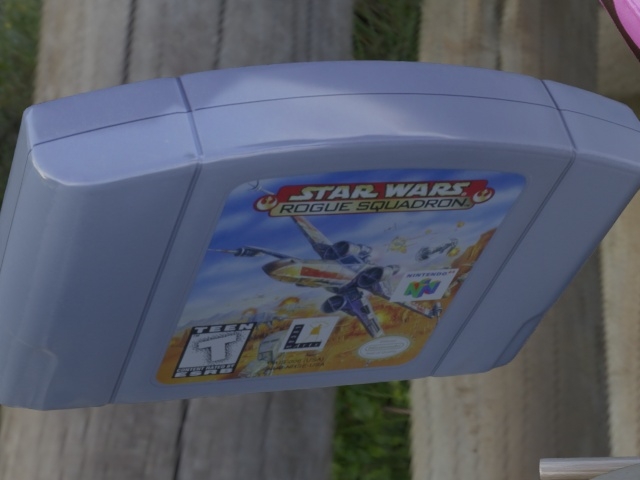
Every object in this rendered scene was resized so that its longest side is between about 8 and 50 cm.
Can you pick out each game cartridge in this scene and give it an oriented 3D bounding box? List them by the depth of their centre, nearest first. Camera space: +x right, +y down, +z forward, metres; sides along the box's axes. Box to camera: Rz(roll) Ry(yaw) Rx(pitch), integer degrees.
[{"bbox_3d":[0.000,0.000,0.689,0.198,0.297,0.062,120,141,-51],"label":"game cartridge"}]

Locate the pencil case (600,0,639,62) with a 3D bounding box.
[{"bbox_3d":[0.148,-0.059,0.486,0.095,0.098,0.209,-44,56,27],"label":"pencil case"}]

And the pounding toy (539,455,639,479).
[{"bbox_3d":[0.241,0.221,1.003,0.183,0.237,0.110,-12,100,10],"label":"pounding toy"}]
